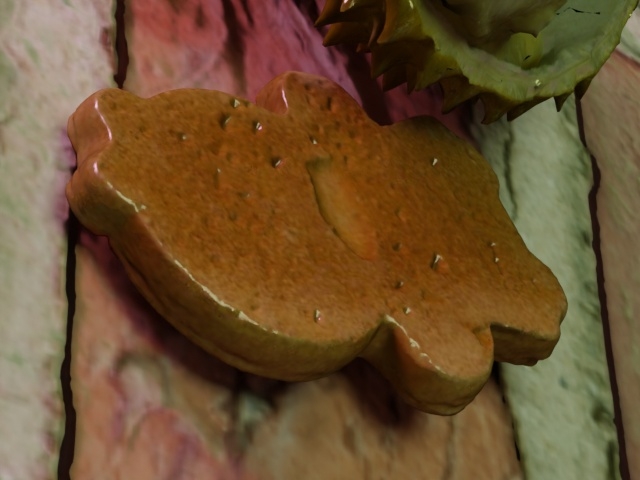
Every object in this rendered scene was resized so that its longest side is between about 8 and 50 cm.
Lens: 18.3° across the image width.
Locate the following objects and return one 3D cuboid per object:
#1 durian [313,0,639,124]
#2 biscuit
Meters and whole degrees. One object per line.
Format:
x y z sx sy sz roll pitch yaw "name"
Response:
0.065 -0.150 0.847 0.306 0.166 0.172 2 52 -52 "durian"
0.000 0.000 0.778 0.225 0.036 0.166 -1 54 -45 "biscuit"
